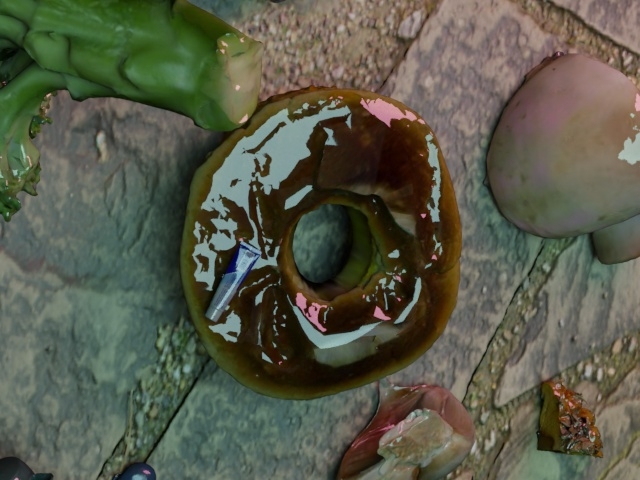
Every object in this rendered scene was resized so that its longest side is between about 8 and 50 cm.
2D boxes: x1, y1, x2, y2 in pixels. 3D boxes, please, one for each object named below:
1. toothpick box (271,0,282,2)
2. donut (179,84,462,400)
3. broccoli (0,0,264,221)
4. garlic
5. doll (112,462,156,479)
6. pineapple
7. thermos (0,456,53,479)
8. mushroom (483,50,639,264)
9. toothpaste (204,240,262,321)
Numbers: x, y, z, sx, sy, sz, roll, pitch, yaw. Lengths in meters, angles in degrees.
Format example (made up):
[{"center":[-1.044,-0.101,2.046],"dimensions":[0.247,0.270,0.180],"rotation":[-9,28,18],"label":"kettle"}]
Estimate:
[{"center":[0.005,-0.315,1.802],"dimensions":[0.149,0.098,0.098],"rotation":[-21,102,-17],"label":"toothpick box"},{"center":[0.000,0.000,1.810],"dimensions":[0.330,0.160,0.330],"rotation":[-2,101,-10],"label":"donut"},{"center":[-0.226,-0.237,1.585],"dimensions":[0.275,0.397,0.353],"rotation":[-32,102,-40],"label":"broccoli"},{"center":[0.088,0.226,1.892],"dimensions":[0.174,0.099,0.124],"rotation":[-35,125,-10],"label":"garlic"},{"center":[-0.223,0.278,1.813],"dimensions":[0.125,0.027,0.037],"rotation":[-39,106,-10],"label":"doll"},{"center":[0.279,0.219,1.958],"dimensions":[0.077,0.114,0.114],"rotation":[-28,100,3],"label":"pineapple"},{"center":[-0.266,0.346,1.739],"dimensions":[0.286,0.182,0.145],"rotation":[57,34,-20],"label":"thermos"},{"center":[0.291,-0.066,1.892],"dimensions":[0.162,0.173,0.236],"rotation":[-35,106,-12],"label":"mushroom"},{"center":[-0.088,0.042,1.719],"dimensions":[0.024,0.015,0.083],"rotation":[29,91,-8],"label":"toothpaste"}]
